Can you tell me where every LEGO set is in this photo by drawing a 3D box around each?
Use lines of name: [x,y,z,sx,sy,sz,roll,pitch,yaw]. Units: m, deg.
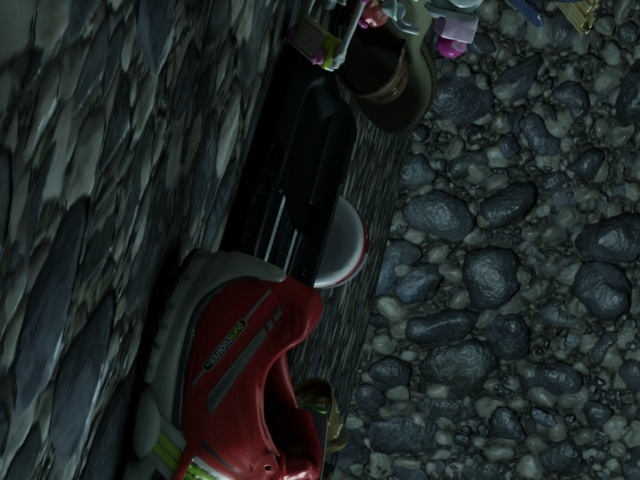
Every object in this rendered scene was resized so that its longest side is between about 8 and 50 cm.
LEGO set: [0.040,-0.187,1.199,0.287,0.132,0.107,-90,-158,-74]

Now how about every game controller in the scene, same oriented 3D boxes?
game controller: [-0.043,0.009,1.209,0.166,0.067,0.319,57,45,-63]

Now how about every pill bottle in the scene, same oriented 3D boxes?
pill bottle: [0.000,0.000,1.395,0.152,0.086,0.086,26,78,-85]

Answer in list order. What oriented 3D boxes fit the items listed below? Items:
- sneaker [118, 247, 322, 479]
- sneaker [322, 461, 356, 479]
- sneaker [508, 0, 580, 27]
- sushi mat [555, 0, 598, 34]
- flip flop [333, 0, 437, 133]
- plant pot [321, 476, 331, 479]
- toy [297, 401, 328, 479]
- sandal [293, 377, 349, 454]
sneaker: [-0.060,0.144,0.981,0.107,0.118,0.279,-62,165,-66]
sneaker: [-0.033,0.430,1.954,0.126,0.127,0.321,-54,159,-79]
sneaker: [0.111,-0.308,1.198,0.130,0.323,0.236,-49,-160,-5]
sushi mat: [0.159,-0.336,1.380,0.019,0.316,0.151,-25,153,-20]
flip flop: [0.052,-0.178,1.455,0.080,0.112,0.277,-47,168,-17]
plant pot: [0.011,0.459,1.554,0.353,0.366,0.366,-62,170,-16]
toy: [-0.025,0.245,1.247,0.137,0.056,0.237,11,-85,64]
sandal: [-0.007,0.200,1.810,0.240,0.088,0.079,-37,147,-73]
